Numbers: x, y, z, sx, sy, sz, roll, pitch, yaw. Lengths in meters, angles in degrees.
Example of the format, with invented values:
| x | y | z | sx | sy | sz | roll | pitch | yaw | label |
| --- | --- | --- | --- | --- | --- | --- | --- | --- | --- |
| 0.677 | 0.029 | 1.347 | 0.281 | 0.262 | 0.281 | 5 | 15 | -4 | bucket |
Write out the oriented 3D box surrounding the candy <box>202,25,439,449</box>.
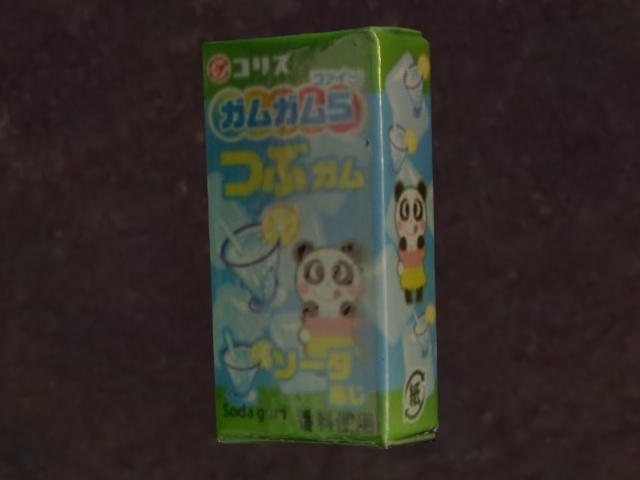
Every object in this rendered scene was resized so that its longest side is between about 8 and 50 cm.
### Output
| x | y | z | sx | sy | sz | roll | pitch | yaw | label |
| --- | --- | --- | --- | --- | --- | --- | --- | --- | --- |
| 0.000 | 0.000 | 0.822 | 0.097 | 0.194 | 0.062 | -1 | -178 | 31 | candy |
